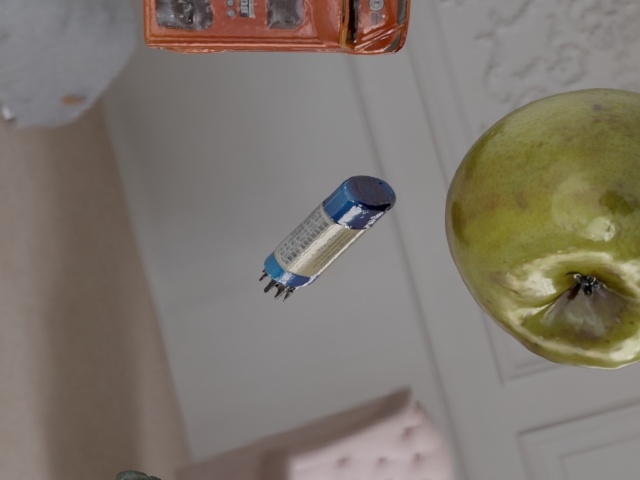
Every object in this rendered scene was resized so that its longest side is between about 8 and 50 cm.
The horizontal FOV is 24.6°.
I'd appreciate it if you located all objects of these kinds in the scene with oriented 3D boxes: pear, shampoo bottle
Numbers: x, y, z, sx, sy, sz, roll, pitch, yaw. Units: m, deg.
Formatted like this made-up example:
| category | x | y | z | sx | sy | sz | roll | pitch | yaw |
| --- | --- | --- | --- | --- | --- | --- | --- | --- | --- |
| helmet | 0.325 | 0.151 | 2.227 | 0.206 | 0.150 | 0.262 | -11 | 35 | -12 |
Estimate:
| category | x | y | z | sx | sy | sz | roll | pitch | yaw |
| --- | --- | --- | --- | --- | --- | --- | --- | --- | --- |
| pear | 0.292 | -0.027 | 1.564 | 0.304 | 0.304 | 0.304 | -16 | 90 | -83 |
| shampoo bottle | 0.000 | 0.000 | 1.623 | 0.087 | 0.183 | 0.050 | -6 | 59 | -51 |

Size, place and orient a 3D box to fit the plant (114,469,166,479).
| category | x | y | z | sx | sy | sz | roll | pitch | yaw |
| --- | --- | --- | --- | --- | --- | --- | --- | --- | --- |
| plant | -0.117 | 0.266 | 1.358 | 0.174 | 0.087 | 0.085 | 29 | 23 | -25 |

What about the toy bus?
| category | x | y | z | sx | sy | sz | roll | pitch | yaw |
| --- | --- | --- | --- | --- | --- | --- | --- | --- | --- |
| toy bus | -0.052 | -0.299 | 1.831 | 0.153 | 0.329 | 0.143 | -71 | 162 | -78 |
